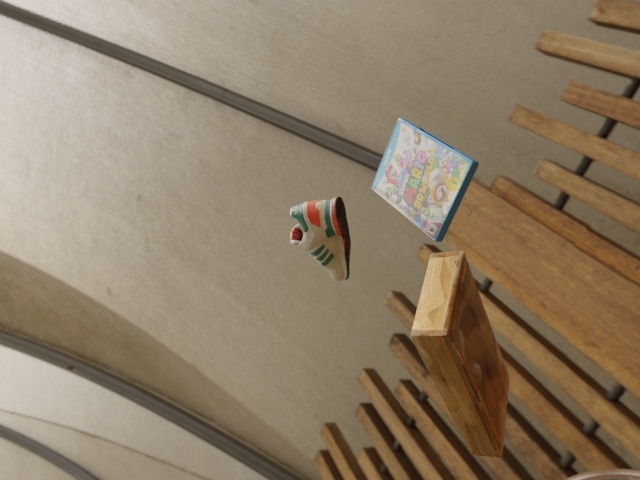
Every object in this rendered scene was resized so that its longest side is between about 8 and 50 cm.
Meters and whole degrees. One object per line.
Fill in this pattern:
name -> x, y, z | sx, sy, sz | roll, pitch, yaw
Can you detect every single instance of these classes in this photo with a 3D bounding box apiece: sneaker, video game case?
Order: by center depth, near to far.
sneaker -> 0.000, 0.000, 0.725 | 0.075, 0.057, 0.161 | -1, -35, 9
video game case -> 0.141, -0.090, 0.754 | 0.015, 0.166, 0.119 | 3, -61, -34

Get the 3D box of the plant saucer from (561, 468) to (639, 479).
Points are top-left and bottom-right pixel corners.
plant saucer -> 0.342, 0.374, 0.571 | 0.311, 0.310, 0.050 | -30, -64, -8

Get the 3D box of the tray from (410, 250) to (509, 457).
tray -> 0.299, 0.238, 1.068 | 0.076, 0.202, 0.411 | -7, -50, 31
